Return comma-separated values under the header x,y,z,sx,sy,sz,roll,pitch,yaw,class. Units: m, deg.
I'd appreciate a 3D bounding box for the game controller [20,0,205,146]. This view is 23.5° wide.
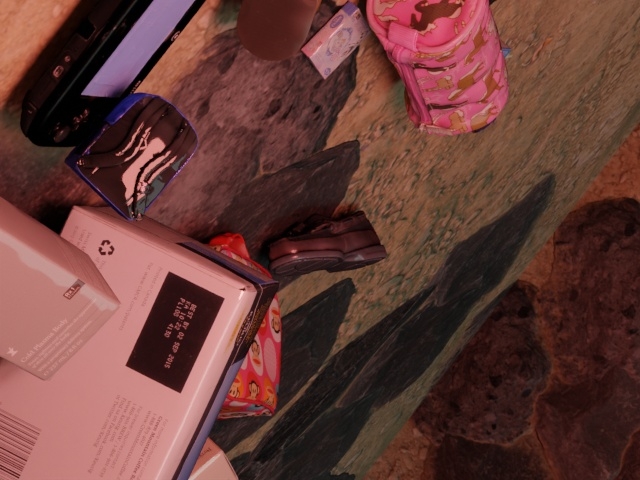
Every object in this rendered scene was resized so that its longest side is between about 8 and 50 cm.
x,y,z,sx,sy,sz,roll,pitch,yaw,class
-0.181,-0.222,1.567,0.319,0.067,0.166,-49,162,13,game controller

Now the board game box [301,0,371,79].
x,y,z,sx,sy,sz,roll,pitch,yaw,class
0.021,-0.260,2.004,0.090,0.020,0.090,-46,162,0,board game box

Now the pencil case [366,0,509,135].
x,y,z,sx,sy,sz,roll,pitch,yaw,class
0.166,-0.266,2.100,0.160,0.167,0.386,-11,163,8,pencil case

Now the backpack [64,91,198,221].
x,y,z,sx,sy,sz,roll,pitch,yaw,class
-0.197,-0.098,1.604,0.120,0.098,0.101,-48,-154,-7,backpack

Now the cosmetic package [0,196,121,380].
x,y,z,sx,sy,sz,roll,pitch,yaw,class
-0.335,0.035,1.594,0.127,0.107,0.238,-45,141,7,cosmetic package

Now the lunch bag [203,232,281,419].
x,y,z,sx,sy,sz,roll,pitch,yaw,class
-0.137,0.113,2.170,0.120,0.258,0.293,-3,165,14,lunch bag

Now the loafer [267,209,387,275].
x,y,z,sx,sy,sz,roll,pitch,yaw,class
0.000,0.000,2.446,0.109,0.095,0.302,-21,170,29,loafer

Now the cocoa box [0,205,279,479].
x,y,z,sx,sy,sz,roll,pitch,yaw,class
-0.233,0.157,1.819,0.347,0.231,0.228,-65,173,5,cocoa box

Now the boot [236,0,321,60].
x,y,z,sx,sy,sz,roll,pitch,yaw,class
-0.003,-0.350,1.688,0.305,0.112,0.115,-59,-172,25,boot

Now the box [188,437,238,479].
x,y,z,sx,sy,sz,roll,pitch,yaw,class
-0.245,0.266,2.118,0.113,0.275,0.094,-41,144,-18,box

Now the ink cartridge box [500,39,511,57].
x,y,z,sx,sy,sz,roll,pitch,yaw,class
0.230,-0.266,2.400,0.122,0.052,0.088,-52,161,23,ink cartridge box
